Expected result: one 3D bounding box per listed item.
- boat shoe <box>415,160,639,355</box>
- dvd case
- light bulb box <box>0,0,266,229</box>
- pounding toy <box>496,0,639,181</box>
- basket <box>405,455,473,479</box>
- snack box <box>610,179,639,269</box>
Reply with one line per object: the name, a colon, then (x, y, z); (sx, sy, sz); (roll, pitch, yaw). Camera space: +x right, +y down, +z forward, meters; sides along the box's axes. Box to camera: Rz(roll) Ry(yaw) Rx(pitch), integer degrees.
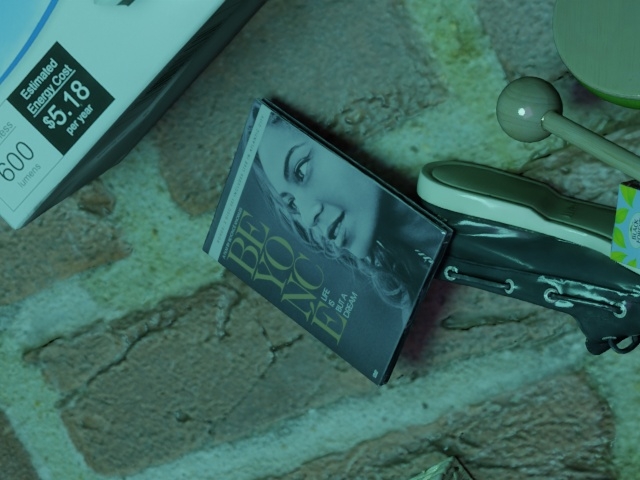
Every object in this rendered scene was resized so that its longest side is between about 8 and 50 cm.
boat shoe: (0.230, 0.038, 1.415); (0.340, 0.127, 0.113); (18, 112, 13)
dvd case: (0.000, 0.000, 1.483); (0.221, 0.018, 0.164); (37, 123, 26)
light bulb box: (-0.230, -0.274, 1.409); (0.361, 0.225, 0.358); (45, 114, -1)
pounding toy: (0.271, -0.138, 1.351); (0.183, 0.110, 0.237); (30, 76, 38)
basket: (0.077, 0.285, 1.544); (0.167, 0.113, 0.103); (-34, 92, 23)
snack box: (0.356, -0.001, 1.297); (0.207, 0.174, 0.070); (23, 116, 43)
